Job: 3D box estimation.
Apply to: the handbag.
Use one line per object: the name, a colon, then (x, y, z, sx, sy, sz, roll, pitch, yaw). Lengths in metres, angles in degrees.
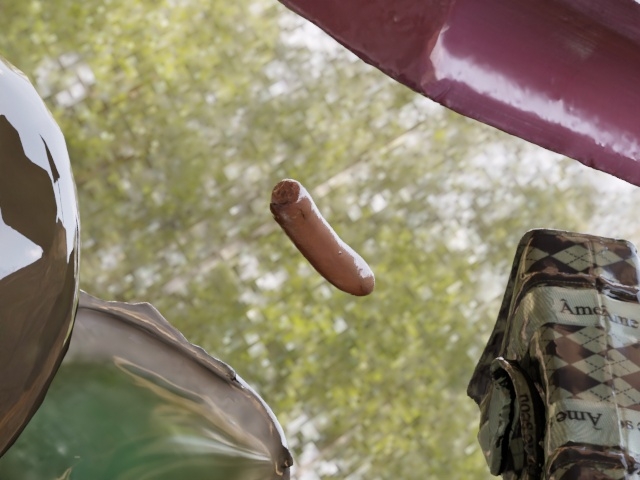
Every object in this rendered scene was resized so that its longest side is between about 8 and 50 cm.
handbag: (0.255, 0.237, 1.765, 0.416, 0.180, 0.316, -90, -165, -47)

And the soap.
soap: (0.137, -0.155, 1.129, 0.233, 0.360, 0.128, 41, -73, 41)

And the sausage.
sausage: (0.000, 0.000, 1.489, 0.043, 0.043, 0.186, 32, -11, 37)

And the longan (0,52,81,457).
longan: (-0.336, 0.024, 1.019, 0.404, 0.404, 0.336, 12, -29, 51)

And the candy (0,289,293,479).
candy: (-0.265, 0.243, 1.749, 0.427, 0.386, 0.186, 43, -33, 10)
